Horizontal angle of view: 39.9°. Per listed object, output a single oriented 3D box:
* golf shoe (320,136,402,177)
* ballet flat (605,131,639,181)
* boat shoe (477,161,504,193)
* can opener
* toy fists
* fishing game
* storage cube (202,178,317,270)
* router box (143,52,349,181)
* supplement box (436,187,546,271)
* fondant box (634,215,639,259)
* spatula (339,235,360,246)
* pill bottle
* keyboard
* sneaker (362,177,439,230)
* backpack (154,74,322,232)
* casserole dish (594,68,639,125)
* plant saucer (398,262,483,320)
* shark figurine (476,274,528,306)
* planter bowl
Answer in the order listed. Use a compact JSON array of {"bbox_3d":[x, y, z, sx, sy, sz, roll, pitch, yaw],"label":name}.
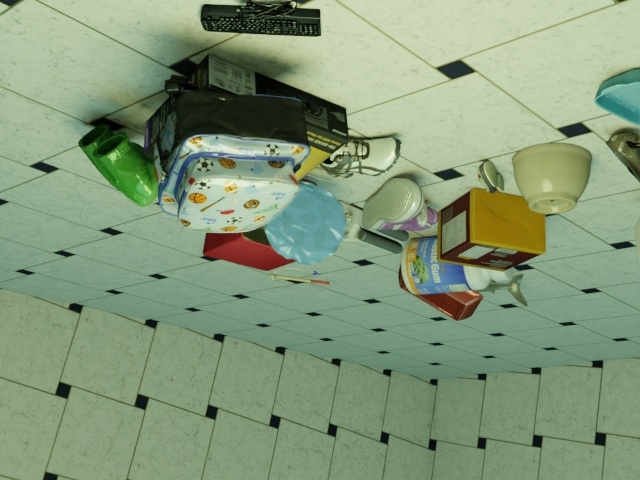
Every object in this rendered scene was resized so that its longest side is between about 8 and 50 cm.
[{"bbox_3d":[0.071,-0.173,1.794,0.198,0.077,0.094,-12,156,38],"label":"golf shoe"},{"bbox_3d":[0.638,-0.156,1.753,0.058,0.084,0.249,-43,140,17],"label":"ballet flat"},{"bbox_3d":[0.361,-0.134,1.906,0.043,0.049,0.137,-2,166,26],"label":"boat shoe"},{"bbox_3d":[0.111,-0.038,2.246,0.280,0.074,0.093,20,-170,-38],"label":"can opener"},{"bbox_3d":[-0.385,-0.150,1.751,0.142,0.096,0.279,56,166,-27],"label":"toy fists"},{"bbox_3d":[-0.037,-0.037,1.954,0.189,0.264,0.041,7,177,-12],"label":"fishing game"},{"bbox_3d":[-0.141,-0.047,2.055,0.214,0.184,0.193,16,159,-33],"label":"storage cube"},{"bbox_3d":[-0.140,-0.205,1.657,0.308,0.081,0.243,16,146,-33],"label":"router box"},{"bbox_3d":[0.405,-0.021,2.109,0.191,0.129,0.194,9,162,-17],"label":"supplement box"},{"bbox_3d":[0.875,-0.049,1.892,0.330,0.096,0.238,4,147,3],"label":"fondant box"},{"bbox_3d":[0.000,0.000,2.385,0.242,0.019,0.168,4,171,-39],"label":"spatula"},{"bbox_3d":[0.364,0.060,2.332,0.271,0.152,0.152,-7,159,30],"label":"pill bottle"},{"bbox_3d":[-0.095,-0.338,1.380,0.191,0.038,0.100,2,162,3],"label":"keyboard"},{"bbox_3d":[0.216,-0.079,2.040,0.161,0.102,0.282,5,173,-15],"label":"sneaker"},{"bbox_3d":[-0.161,-0.128,1.508,0.276,0.213,0.263,6,157,-22],"label":"backpack"},{"bbox_3d":[0.558,-0.248,1.524,0.188,0.037,0.114,15,159,-33],"label":"casserole dish"},{"bbox_3d":[0.338,0.146,2.590,0.259,0.048,0.258,30,165,10],"label":"plant saucer"},{"bbox_3d":[0.477,0.150,2.660,0.278,0.116,0.166,16,160,-28],"label":"shark figurine"},{"bbox_3d":[0.479,-0.119,1.821,0.162,0.109,0.162,3,162,1],"label":"planter bowl"}]
